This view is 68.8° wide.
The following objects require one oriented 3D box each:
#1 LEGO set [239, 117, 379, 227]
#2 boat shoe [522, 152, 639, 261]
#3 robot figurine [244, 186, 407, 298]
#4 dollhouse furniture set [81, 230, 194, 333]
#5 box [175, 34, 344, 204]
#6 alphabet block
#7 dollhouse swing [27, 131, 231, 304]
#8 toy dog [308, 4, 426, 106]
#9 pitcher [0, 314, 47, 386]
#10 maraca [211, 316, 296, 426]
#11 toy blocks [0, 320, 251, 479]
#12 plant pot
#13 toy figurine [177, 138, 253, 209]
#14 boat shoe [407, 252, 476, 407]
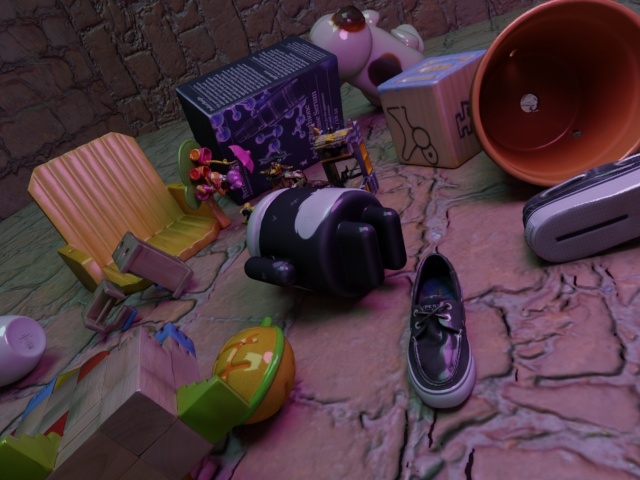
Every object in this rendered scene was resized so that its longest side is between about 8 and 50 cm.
[{"bbox_3d":[-0.031,-0.135,1.009,0.331,0.192,0.255,-5,31,32],"label":"LEGO set"},{"bbox_3d":[0.435,-0.076,0.620,0.335,0.121,0.119,-16,31,17],"label":"boat shoe"},{"bbox_3d":[0.002,0.001,0.762,0.278,0.209,0.174,8,81,44],"label":"robot figurine"},{"bbox_3d":[-0.381,0.098,0.964,0.184,0.129,0.129,-59,33,-5],"label":"dollhouse furniture set"},{"bbox_3d":[-0.149,-0.344,1.322,0.395,0.294,0.212,-32,50,-19],"label":"box"},{"bbox_3d":[0.278,-0.300,1.078,0.193,0.197,0.192,-34,29,-22],"label":"alphabet block"},{"bbox_3d":[-0.479,-0.090,1.149,0.315,0.305,0.347,10,40,47],"label":"dollhouse swing"},{"bbox_3d":[0.132,-0.569,1.490,0.284,0.407,0.395,-48,51,34],"label":"toy dog"},{"bbox_3d":[-0.625,0.217,0.911,0.207,0.126,0.178,-28,9,15],"label":"pitcher"},{"bbox_3d":[-0.088,0.163,0.604,0.127,0.099,0.185,-54,15,-1],"label":"maraca"},{"bbox_3d":[-0.272,0.231,0.523,0.381,0.191,0.261,-44,23,-6],"label":"toy blocks"},{"bbox_3d":[0.402,-0.251,0.832,0.290,0.291,0.203,-17,11,11],"label":"plant pot"},{"bbox_3d":[-0.237,-0.163,1.115,0.159,0.173,0.130,-3,-8,17],"label":"toy figurine"},{"bbox_3d":[0.145,0.094,0.576,0.080,0.076,0.228,-10,29,24],"label":"boat shoe"}]
